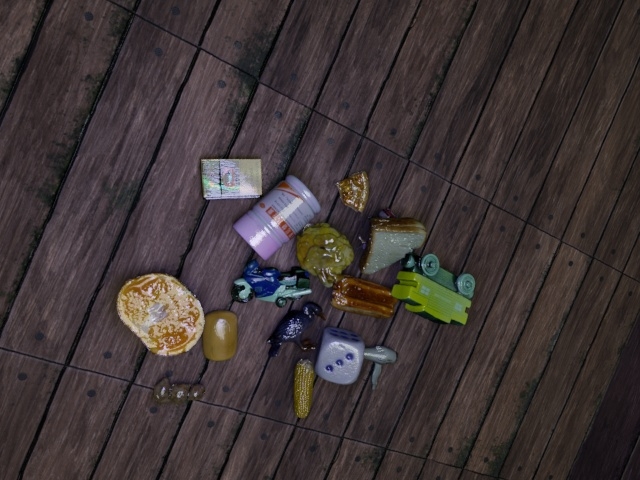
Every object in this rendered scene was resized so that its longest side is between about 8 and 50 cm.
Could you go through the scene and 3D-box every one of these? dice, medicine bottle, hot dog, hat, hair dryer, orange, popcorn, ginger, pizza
[{"bbox_3d":[0.080,0.498,1.770,0.193,0.194,0.192,16,94,0],"label":"dice"},{"bbox_3d":[-0.173,-0.091,1.633,0.316,0.202,0.202,-44,106,-7],"label":"medicine bottle"},{"bbox_3d":[0.193,0.254,1.821,0.348,0.117,0.158,16,84,-28],"label":"hot dog"},{"bbox_3d":[0.277,-0.037,1.835,0.227,0.129,0.140,-49,135,13],"label":"hat"},{"bbox_3d":[0.226,0.576,1.915,0.219,0.088,0.225,29,104,-11],"label":"hair dryer"},{"bbox_3d":[-0.591,0.277,1.540,0.310,0.274,0.274,39,85,17],"label":"orange"},{"bbox_3d":[0.011,0.055,1.642,0.233,0.192,0.266,-22,76,11],"label":"popcorn"},{"bbox_3d":[-0.581,0.625,1.673,0.204,0.080,0.104,12,88,-15],"label":"ginger"},{"bbox_3d":[0.140,-0.226,1.779,0.161,0.062,0.182,16,94,-12],"label":"pizza"}]

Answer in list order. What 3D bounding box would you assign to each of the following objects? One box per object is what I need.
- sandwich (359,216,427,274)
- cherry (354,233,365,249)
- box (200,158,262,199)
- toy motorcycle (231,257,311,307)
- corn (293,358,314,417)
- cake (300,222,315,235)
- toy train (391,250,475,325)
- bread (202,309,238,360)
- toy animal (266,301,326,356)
[{"bbox_3d":[0.312,0.029,1.765,0.254,0.100,0.288,2,131,-12],"label":"sandwich"},{"bbox_3d":[0.091,0.042,1.763,0.225,0.090,0.107,-42,63,17],"label":"cherry"},{"bbox_3d":[-0.355,-0.248,1.628,0.240,0.071,0.159,-4,101,-15],"label":"box"},{"bbox_3d":[-0.201,0.170,1.683,0.331,0.125,0.196,0,113,-19],"label":"toy motorcycle"},{"bbox_3d":[-0.077,0.661,1.817,0.091,0.091,0.260,-4,101,-57],"label":"corn"},{"bbox_3d":[-0.061,-0.019,1.752,0.065,0.052,0.121,10,96,-21],"label":"cake"},{"bbox_3d":[0.518,0.228,1.855,0.442,0.179,0.272,26,77,-24],"label":"toy train"},{"bbox_3d":[-0.416,0.399,1.684,0.147,0.098,0.217,-3,97,-12],"label":"bread"},{"bbox_3d":[-0.106,0.394,1.760,0.298,0.122,0.185,-24,108,-19],"label":"toy animal"}]
